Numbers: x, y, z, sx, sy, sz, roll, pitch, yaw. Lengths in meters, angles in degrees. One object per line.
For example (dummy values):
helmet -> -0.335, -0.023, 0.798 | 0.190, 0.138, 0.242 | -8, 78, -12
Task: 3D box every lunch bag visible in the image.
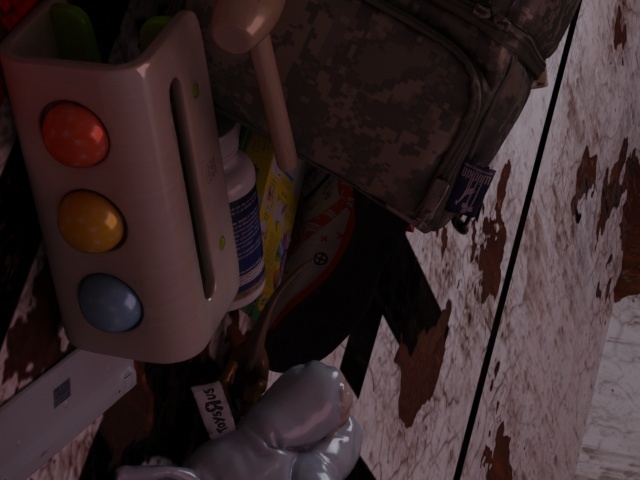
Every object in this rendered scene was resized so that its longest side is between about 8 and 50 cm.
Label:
lunch bag -> 0.038, -0.176, 1.457 | 0.256, 0.305, 0.212 | -62, 172, 5

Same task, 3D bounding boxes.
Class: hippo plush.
hippo plush -> 0.003, 0.258, 1.718 | 0.234, 0.236, 0.294 | -46, 151, -15

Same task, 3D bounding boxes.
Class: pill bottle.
pill bottle -> -0.101, -0.028, 1.626 | 0.094, 0.094, 0.169 | -54, 147, -52

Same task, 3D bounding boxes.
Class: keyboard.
keyboard -> -0.214, 0.134, 1.507 | 0.256, 0.014, 0.072 | -42, 131, -61

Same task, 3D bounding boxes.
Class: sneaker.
sneaker -> 0.001, 0.000, 1.911 | 0.090, 0.145, 0.270 | 14, 120, -33

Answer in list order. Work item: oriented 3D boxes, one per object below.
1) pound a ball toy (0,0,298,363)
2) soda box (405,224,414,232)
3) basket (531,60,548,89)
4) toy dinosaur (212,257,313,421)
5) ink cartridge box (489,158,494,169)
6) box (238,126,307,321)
pound a ball toy -> -0.123, -0.054, 1.392 | 0.135, 0.208, 0.319 | -58, 150, -47
soda box -> 0.051, -0.115, 2.022 | 0.263, 0.083, 0.092 | 64, 39, -56
basket -> 0.158, -0.210, 1.952 | 0.113, 0.167, 0.103 | -83, 164, -71
toy dinosaur -> -0.070, 0.117, 1.816 | 0.112, 0.064, 0.211 | -68, 176, -47
ink cartridge box -> 0.167, -0.210, 2.252 | 0.197, 0.114, 0.273 | 73, 31, -51
box -> -0.062, -0.013, 1.815 | 0.105, 0.043, 0.179 | 47, 52, -66
